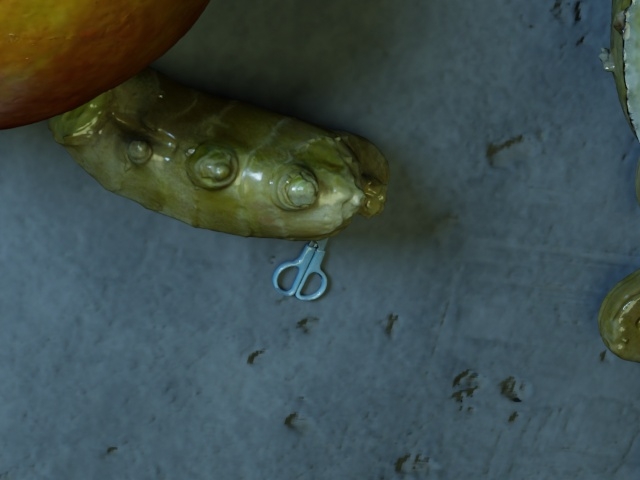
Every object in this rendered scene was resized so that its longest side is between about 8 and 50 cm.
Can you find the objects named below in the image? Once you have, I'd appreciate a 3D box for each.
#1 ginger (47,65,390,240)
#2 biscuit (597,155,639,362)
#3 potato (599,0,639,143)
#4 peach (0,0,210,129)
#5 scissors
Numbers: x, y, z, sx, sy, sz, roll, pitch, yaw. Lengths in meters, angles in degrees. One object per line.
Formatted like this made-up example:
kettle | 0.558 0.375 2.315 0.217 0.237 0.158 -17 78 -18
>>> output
ginger | -0.049 -0.040 1.055 0.206 0.115 0.081 9 129 -17
biscuit | 0.272 0.036 1.224 0.197 0.049 0.301 -24 121 -8
potato | 0.275 -0.152 1.088 0.239 0.116 0.299 31 92 -18
peach | -0.176 -0.171 0.879 0.281 0.281 0.238 -14 75 -4
scissors | 0.000 0.000 1.152 0.036 0.006 0.083 18 110 -25
